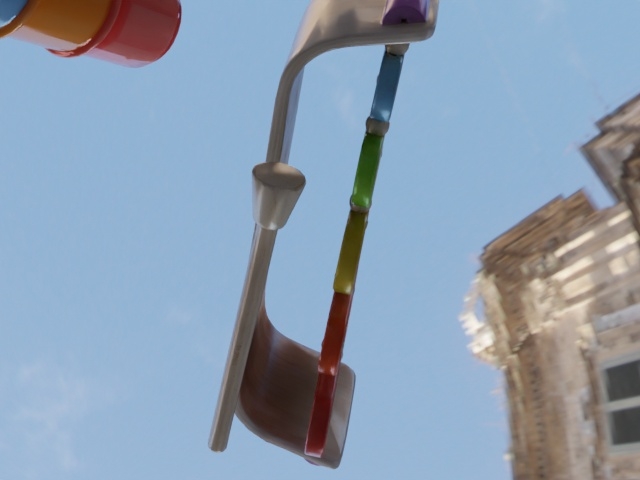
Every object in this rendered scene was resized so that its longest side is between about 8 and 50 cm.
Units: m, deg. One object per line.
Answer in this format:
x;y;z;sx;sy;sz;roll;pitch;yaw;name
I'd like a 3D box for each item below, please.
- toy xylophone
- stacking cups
0.000;0.000;0.897;0.081;0.323;0.236;11;-144;1;toy xylophone
-0.198;-0.160;0.799;0.096;0.316;0.096;-3;-95;33;stacking cups
